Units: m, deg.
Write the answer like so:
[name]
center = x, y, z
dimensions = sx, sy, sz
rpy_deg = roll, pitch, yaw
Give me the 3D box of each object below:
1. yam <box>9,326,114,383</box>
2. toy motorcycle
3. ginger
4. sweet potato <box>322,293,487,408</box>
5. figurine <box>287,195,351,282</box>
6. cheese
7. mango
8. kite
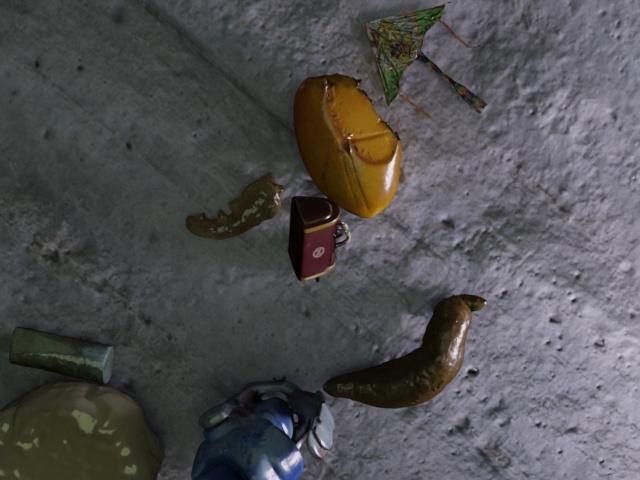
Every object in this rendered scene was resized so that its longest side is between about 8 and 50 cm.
[yam]
center = -0.427, 0.188, 1.608
dimensions = 0.169, 0.068, 0.068
rpy_deg = 13, 98, -6
[toy motorcycle]
center = -0.102, 0.312, 1.517
dimensions = 0.182, 0.319, 0.241
rpy_deg = 34, 103, -4
[ginger]
center = -0.135, -0.045, 1.596
dimensions = 0.173, 0.051, 0.069
rpy_deg = -29, 95, 0
[sweet potato]
center = 0.162, 0.204, 1.626
dimensions = 0.310, 0.098, 0.124
rpy_deg = -36, 78, 4
[figurine]
center = 0.000, 0.001, 1.584
dimensions = 0.098, 0.082, 0.154
rpy_deg = -11, 135, -14
[cheese]
center = -0.405, 0.392, 1.604
dimensions = 0.318, 0.115, 0.326
rpy_deg = -30, 103, 7
[mango]
center = 0.044, -0.152, 1.552
dimensions = 0.153, 0.126, 0.252
rpy_deg = -22, 107, -2
[kite]
center = 0.177, -0.294, 1.597
dimensions = 0.244, 0.006, 0.198
rpy_deg = 33, 95, -7
